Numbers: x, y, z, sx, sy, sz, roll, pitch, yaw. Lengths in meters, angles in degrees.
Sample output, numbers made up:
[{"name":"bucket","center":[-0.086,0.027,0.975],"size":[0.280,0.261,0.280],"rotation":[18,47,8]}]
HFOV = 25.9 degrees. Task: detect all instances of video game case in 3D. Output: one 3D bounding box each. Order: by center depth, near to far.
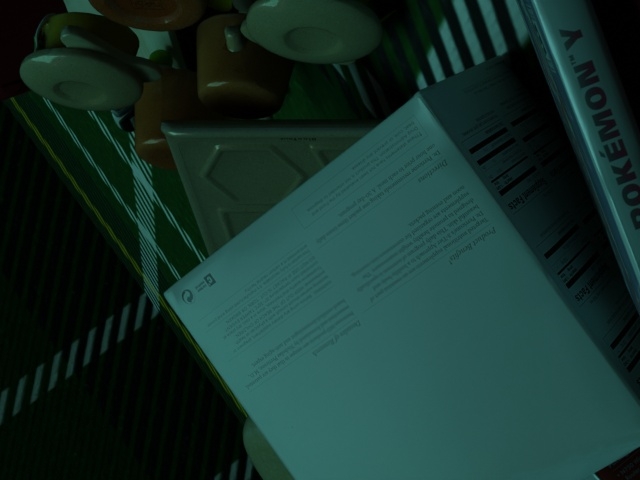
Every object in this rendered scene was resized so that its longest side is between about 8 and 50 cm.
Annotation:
[{"name":"video game case","center":[0.120,-0.043,0.603],"size":[0.201,0.023,0.183],"rotation":[-71,-41,-76]}]

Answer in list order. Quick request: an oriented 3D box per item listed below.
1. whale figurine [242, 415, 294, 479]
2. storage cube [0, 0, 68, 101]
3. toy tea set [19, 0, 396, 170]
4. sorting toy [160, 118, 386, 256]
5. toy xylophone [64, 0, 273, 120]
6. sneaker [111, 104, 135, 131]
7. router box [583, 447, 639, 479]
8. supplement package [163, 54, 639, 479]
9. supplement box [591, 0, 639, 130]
[{"name":"whale figurine","center":[0.042,0.235,1.601],"size":[0.272,0.141,0.216],"rotation":[2,130,42]},{"name":"storage cube","center":[-0.333,-0.259,1.347],"size":[0.183,0.215,0.193],"rotation":[52,137,12]},{"name":"toy tea set","center":[-0.095,-0.163,0.959],"size":[0.200,0.124,0.336],"rotation":[15,159,-23]},{"name":"sorting toy","center":[-0.001,-0.034,1.017],"size":[0.208,0.193,0.038],"rotation":[73,-160,-58]},{"name":"toy xylophone","center":[-0.118,-0.193,1.117],"size":[0.236,0.081,0.322],"rotation":[28,153,19]},{"name":"sneaker","center":[-0.237,-0.211,1.506],"size":[0.132,0.086,0.228],"rotation":[54,167,13]},{"name":"router box","center":[0.259,0.258,0.956],"size":[0.301,0.082,0.335],"rotation":[50,166,18]},{"name":"supplement package","center":[0.067,0.042,0.768],"size":[0.203,0.194,0.149],"rotation":[54,-152,2]},{"name":"supplement box","center":[0.166,-0.074,0.498],"size":[0.130,0.073,0.239],"rotation":[38,158,55]}]
